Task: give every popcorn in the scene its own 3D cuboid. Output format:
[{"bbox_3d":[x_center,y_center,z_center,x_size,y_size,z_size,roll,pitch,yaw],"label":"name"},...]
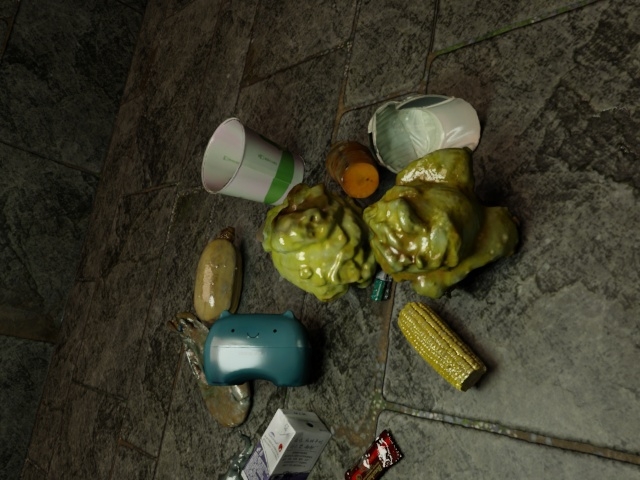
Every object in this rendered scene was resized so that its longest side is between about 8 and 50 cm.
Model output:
[{"bbox_3d":[0.241,-0.052,1.332,0.321,0.290,0.325,44,127,47],"label":"popcorn"},{"bbox_3d":[0.012,0.004,1.584,0.312,0.312,0.312,-23,58,42],"label":"popcorn"}]

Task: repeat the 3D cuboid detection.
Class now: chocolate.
[{"bbox_3d":[0.118,0.533,1.418,0.182,0.028,0.086,-51,45,19],"label":"chocolate"}]

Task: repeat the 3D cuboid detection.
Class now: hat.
[{"bbox_3d":[0.256,-0.273,1.499,0.275,0.232,0.161,-12,30,30],"label":"hat"}]

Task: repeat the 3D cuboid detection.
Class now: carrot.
[{"bbox_3d":[0.091,-0.194,1.626,0.138,0.139,0.302,-59,18,13],"label":"carrot"}]

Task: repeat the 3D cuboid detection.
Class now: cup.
[{"bbox_3d":[-0.213,-0.232,1.942,0.253,0.274,0.253,-25,56,44],"label":"cup"}]

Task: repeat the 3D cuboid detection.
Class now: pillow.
[{"bbox_3d":[-0.142,-0.010,1.952,0.135,0.034,0.211,-53,43,17],"label":"pillow"}]

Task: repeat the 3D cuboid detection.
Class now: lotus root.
[{"bbox_3d":[-0.344,0.113,2.027,0.151,0.169,0.342,-1,73,12],"label":"lotus root"}]

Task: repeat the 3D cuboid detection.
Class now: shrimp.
[{"bbox_3d":[-0.357,0.403,1.930,0.445,0.110,0.221,51,126,30],"label":"shrimp"}]

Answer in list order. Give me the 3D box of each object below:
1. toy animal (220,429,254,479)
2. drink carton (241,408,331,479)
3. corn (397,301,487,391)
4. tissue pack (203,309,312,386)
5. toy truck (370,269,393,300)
[{"bbox_3d":[-0.205,0.644,1.666,0.082,0.137,0.269,35,109,53],"label":"toy animal"},{"bbox_3d":[-0.088,0.557,1.564,0.222,0.134,0.102,-61,39,11],"label":"drink carton"},{"bbox_3d":[0.261,0.230,1.329,0.093,0.093,0.244,-58,40,15],"label":"corn"},{"bbox_3d":[-0.166,0.297,1.646,0.287,0.198,0.206,0,77,8],"label":"tissue pack"},{"bbox_3d":[0.158,0.115,1.539,0.039,0.044,0.083,9,81,48],"label":"toy truck"}]
